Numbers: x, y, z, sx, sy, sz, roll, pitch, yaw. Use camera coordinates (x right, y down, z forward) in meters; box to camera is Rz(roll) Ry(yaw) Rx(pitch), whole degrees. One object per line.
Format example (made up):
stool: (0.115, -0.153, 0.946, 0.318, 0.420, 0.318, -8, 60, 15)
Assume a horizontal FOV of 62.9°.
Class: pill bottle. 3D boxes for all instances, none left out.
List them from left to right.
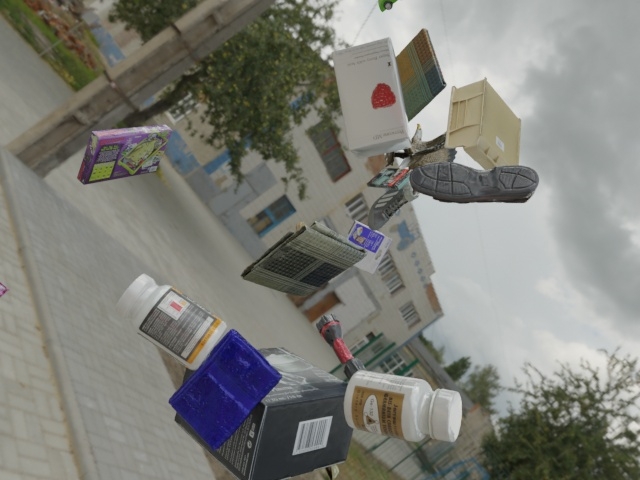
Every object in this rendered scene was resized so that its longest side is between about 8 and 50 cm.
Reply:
pill bottle: (-0.416, 0.223, 1.460, 0.279, 0.162, 0.162, 36, -2, -3)
pill bottle: (0.178, 0.360, 1.131, 0.230, 0.131, 0.131, 1, -35, 30)

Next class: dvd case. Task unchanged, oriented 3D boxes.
dvd case: (0.200, -0.175, 1.476, 0.120, 0.087, 0.013, 13, -43, 47)

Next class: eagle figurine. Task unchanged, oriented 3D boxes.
eagle figurine: (0.412, -0.361, 2.074, 0.226, 0.299, 0.224, -75, 171, -70)

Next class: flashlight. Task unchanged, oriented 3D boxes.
flashlight: (0.086, 0.428, 2.092, 0.103, 0.103, 0.304, 29, 17, -41)

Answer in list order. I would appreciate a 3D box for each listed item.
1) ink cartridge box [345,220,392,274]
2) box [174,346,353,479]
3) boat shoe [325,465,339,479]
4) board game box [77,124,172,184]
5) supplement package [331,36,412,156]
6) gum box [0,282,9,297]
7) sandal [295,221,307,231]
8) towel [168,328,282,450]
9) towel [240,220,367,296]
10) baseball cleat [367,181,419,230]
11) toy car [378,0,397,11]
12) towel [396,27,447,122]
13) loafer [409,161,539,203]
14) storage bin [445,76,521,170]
ink cartridge box: (0.212, 0.036, 2.543, 0.209, 0.206, 0.045, 26, 12, -11)
box: (-0.193, 0.619, 1.942, 0.472, 0.297, 0.480, 15, 5, 44)
boat shoe: (0.029, 0.930, 2.189, 0.048, 0.056, 0.152, -39, 112, -54)
board game box: (-0.722, -0.325, 1.954, 0.056, 0.208, 0.347, 45, 31, 11)
supplement package: (0.156, -0.411, 1.550, 0.175, 0.178, 0.292, 0, 79, -77)
gum box: (-0.824, 0.099, 1.207, 0.189, 0.107, 0.062, 30, -26, 22)
sandal: (0.000, 0.005, 2.051, 0.240, 0.079, 0.088, 47, 36, -41)
towel: (-0.298, 0.455, 1.611, 0.228, 0.308, 0.076, 40, -5, 15)
towel: (-0.054, 0.069, 1.731, 0.324, 0.312, 0.056, 24, 39, -46)
baseball cleat: (0.220, -0.114, 1.551, 0.072, 0.205, 0.109, 41, -15, -28)
toy car: (0.209, -0.610, 1.198, 0.053, 0.238, 0.225, 35, -37, -28)
towel: (0.295, -0.545, 1.906, 0.370, 0.040, 0.271, -38, -124, 48)
loafer: (0.374, -0.127, 1.296, 0.095, 0.303, 0.108, 70, 26, -56)
storage bin: (0.537, -0.344, 1.710, 0.123, 0.260, 0.262, -10, -30, 43)
